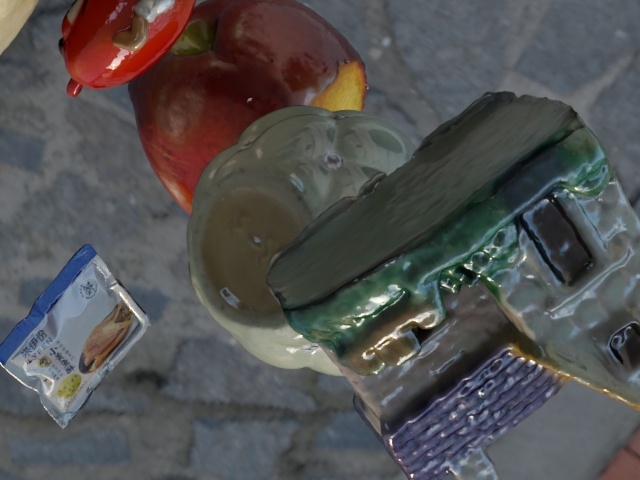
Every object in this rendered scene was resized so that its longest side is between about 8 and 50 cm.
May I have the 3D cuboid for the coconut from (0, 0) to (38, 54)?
[{"bbox_3d":[-0.379,-0.331,1.341,0.404,0.404,0.405,-8,114,-18],"label":"coconut"}]

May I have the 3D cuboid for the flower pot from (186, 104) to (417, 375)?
[{"bbox_3d":[0.000,0.000,1.456,0.195,0.246,0.246,-9,119,-54],"label":"flower pot"}]

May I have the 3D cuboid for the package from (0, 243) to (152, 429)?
[{"bbox_3d":[-0.285,0.113,1.906,0.171,0.027,0.173,-51,142,-16],"label":"package"}]

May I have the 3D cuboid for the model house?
[{"bbox_3d":[0.052,0.026,0.486,0.100,0.088,0.100,-36,106,-4],"label":"model house"}]

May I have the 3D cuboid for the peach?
[{"bbox_3d":[-0.058,-0.111,1.854,0.281,0.281,0.338,-37,122,-3],"label":"peach"}]

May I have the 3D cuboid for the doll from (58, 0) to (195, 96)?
[{"bbox_3d":[-0.139,-0.199,1.344,0.217,0.183,0.085,-35,107,30],"label":"doll"}]
